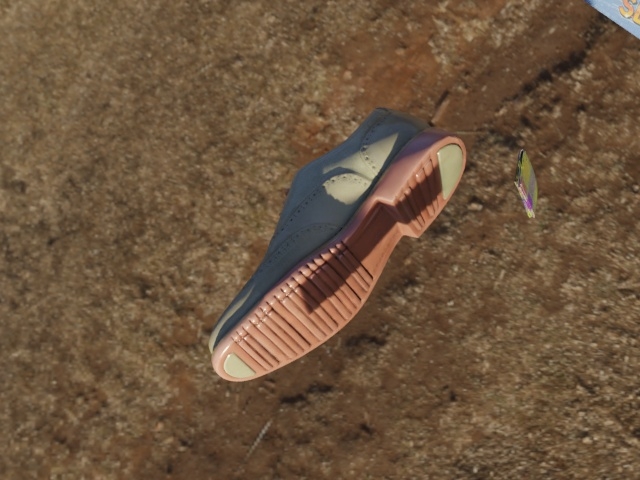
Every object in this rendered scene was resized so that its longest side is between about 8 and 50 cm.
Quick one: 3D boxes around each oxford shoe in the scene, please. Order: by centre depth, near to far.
[{"bbox_3d":[0.000,0.000,0.962,0.397,0.140,0.146,-44,55,-11],"label":"oxford shoe"}]

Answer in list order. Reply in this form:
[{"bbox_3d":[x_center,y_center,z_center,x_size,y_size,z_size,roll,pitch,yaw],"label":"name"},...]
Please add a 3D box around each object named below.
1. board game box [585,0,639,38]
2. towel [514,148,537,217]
[{"bbox_3d":[0.282,-0.130,0.500,0.201,0.136,0.035,46,144,25],"label":"board game box"},{"bbox_3d":[0.269,-0.074,1.032,0.009,0.083,0.060,-3,59,29],"label":"towel"}]
